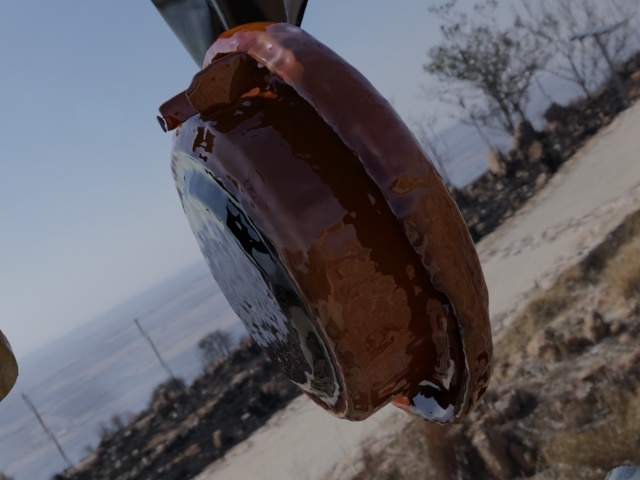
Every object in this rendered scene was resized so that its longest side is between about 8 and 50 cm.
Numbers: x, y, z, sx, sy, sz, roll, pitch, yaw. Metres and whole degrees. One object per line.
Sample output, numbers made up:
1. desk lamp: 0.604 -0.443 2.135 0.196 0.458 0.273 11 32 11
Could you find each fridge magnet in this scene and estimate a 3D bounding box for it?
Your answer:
1. fridge magnet: 0.000 0.000 0.712 0.155 0.364 0.363 -32 4 -17

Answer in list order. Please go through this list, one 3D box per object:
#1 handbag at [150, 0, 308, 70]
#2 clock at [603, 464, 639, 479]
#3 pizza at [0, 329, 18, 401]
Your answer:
1. handbag: -0.122 -0.372 0.944 0.152 0.342 0.288 -15 35 34
2. clock: 0.466 0.364 1.012 0.061 0.312 0.312 -58 14 -19
3. pizza: -0.436 0.214 0.957 0.297 0.071 0.189 -56 -13 -37
